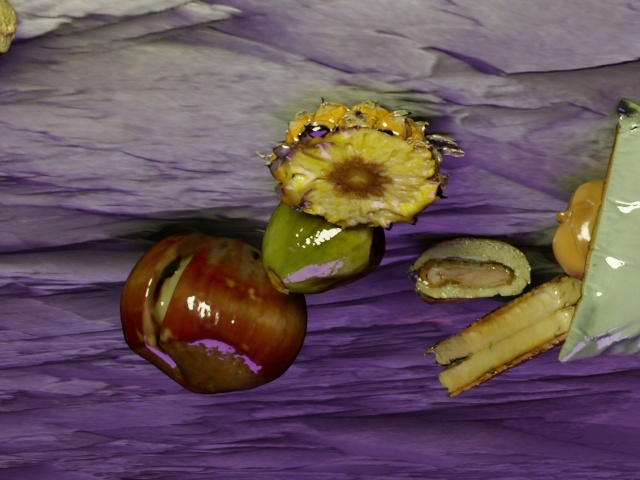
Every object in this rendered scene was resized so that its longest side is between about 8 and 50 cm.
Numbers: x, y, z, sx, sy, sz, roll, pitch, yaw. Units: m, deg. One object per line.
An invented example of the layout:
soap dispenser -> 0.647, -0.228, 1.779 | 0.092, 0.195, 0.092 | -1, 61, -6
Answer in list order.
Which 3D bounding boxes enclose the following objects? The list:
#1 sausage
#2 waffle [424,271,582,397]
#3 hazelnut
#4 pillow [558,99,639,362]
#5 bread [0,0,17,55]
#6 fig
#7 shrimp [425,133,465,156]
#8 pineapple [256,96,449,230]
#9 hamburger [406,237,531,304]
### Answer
sausage -> 0.403, 0.001, 1.890 | 0.241, 0.136, 0.120 | 9, 156, -23
waffle -> 0.313, 0.115, 2.110 | 0.213, 0.091, 0.308 | -21, 170, -37
hazelnut -> -0.137, 0.097, 1.994 | 0.251, 0.217, 0.217 | 13, 163, 23
pillow -> 0.441, 0.012, 1.769 | 0.312, 0.310, 0.119 | 8, -167, -26
bread -> -0.357, -0.205, 1.457 | 0.119, 0.067, 0.192 | 20, 149, -41
fig -> 0.000, 0.000, 1.865 | 0.165, 0.154, 0.144 | -29, 121, -20
shrimp -> 0.124, -0.108, 1.763 | 0.092, 0.029, 0.038 | -8, 149, 2
pineapple -> 0.043, -0.093, 1.713 | 0.224, 0.076, 0.225 | 3, 145, 2
hamburger -> 0.191, 0.042, 2.063 | 0.176, 0.087, 0.102 | -7, 176, -15
